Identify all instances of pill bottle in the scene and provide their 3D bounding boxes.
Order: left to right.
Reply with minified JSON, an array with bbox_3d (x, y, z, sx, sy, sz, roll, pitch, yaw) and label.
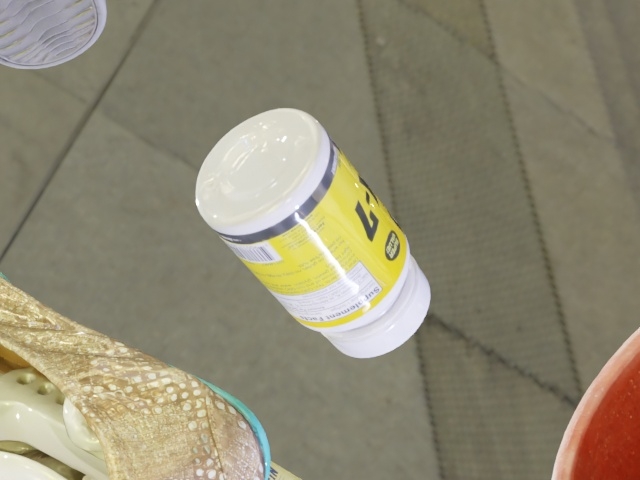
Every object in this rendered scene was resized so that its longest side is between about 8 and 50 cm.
[{"bbox_3d":[0.000,0.000,1.297,0.208,0.119,0.119,50,24,-41],"label":"pill bottle"}]

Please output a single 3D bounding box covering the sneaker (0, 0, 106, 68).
[{"bbox_3d":[-0.160,-0.181,0.658,0.083,0.222,0.118,-20,51,0],"label":"sneaker"}]

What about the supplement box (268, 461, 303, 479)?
[{"bbox_3d":[-0.067,0.207,1.245,0.083,0.083,0.056,32,52,-7],"label":"supplement box"}]

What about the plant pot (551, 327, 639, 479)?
[{"bbox_3d":[0.294,0.176,0.791,0.265,0.272,0.272,54,29,-29],"label":"plant pot"}]

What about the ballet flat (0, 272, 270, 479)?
[{"bbox_3d":[-0.110,0.050,0.522,0.206,0.073,0.067,16,31,36],"label":"ballet flat"}]
